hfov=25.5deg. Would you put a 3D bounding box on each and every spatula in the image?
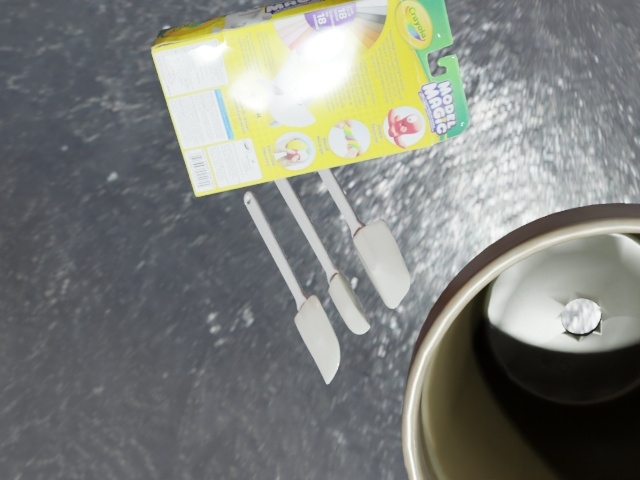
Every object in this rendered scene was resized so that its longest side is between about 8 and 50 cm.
[{"bbox_3d":[0.000,0.000,1.432,0.168,0.019,0.242,-56,49,39],"label":"spatula"}]

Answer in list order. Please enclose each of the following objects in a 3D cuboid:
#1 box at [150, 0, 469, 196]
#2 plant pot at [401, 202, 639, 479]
[{"bbox_3d":[-0.004,-0.098,0.875,0.179,0.043,0.105,-11,115,8],"label":"box"},{"bbox_3d":[0.226,0.101,1.153,0.323,0.280,0.323,1,107,3],"label":"plant pot"}]
